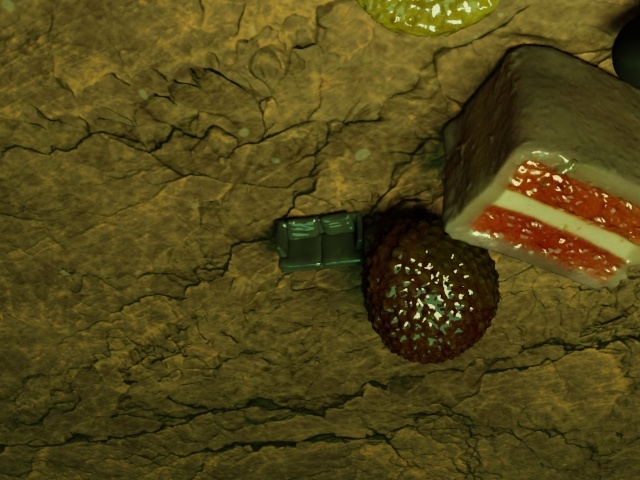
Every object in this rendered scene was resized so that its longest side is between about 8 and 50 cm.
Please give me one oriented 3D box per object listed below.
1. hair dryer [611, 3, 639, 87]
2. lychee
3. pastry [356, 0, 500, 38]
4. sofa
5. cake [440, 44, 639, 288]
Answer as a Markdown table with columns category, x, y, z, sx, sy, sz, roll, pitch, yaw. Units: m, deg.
| category | x | y | z | sx | sy | sz | roll | pitch | yaw |
| --- | --- | --- | --- | --- | --- | --- | --- | --- | --- |
| hair dryer | 0.355 | -0.354 | 1.479 | 0.284 | 0.156 | 0.320 | -3 | 130 | 38 |
| lychee | 0.177 | 0.076 | 1.862 | 0.236 | 0.236 | 0.271 | -14 | 133 | 19 |
| pastry | 0.143 | -0.362 | 1.381 | 0.235 | 0.132 | 0.240 | 10 | 131 | 11 |
| sofa | 0.000 | 0.000 | 1.889 | 0.147 | 0.085 | 0.060 | -5 | 142 | 9 |
| cake | 0.352 | -0.101 | 1.649 | 0.308 | 0.230 | 0.237 | 17 | 140 | -19 |
